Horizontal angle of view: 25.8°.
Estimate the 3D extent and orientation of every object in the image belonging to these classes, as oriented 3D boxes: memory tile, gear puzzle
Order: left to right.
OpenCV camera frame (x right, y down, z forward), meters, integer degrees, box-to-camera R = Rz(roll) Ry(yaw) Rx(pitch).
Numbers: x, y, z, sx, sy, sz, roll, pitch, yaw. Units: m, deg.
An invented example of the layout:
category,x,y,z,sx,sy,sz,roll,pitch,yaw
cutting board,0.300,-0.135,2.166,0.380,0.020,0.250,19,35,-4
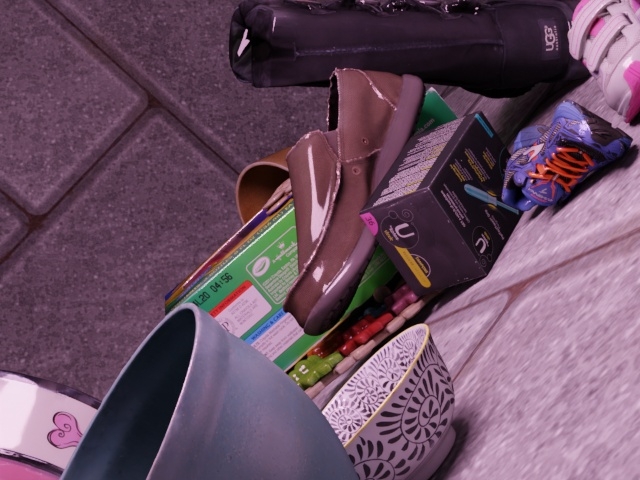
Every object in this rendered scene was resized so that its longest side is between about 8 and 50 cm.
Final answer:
category,x,y,z,sx,sy,sz,roll,pitch,yaw
memory tile,-0.024,-0.082,1.802,0.113,0.012,0.148,-40,7,12
gear puzzle,-0.009,0.139,1.549,0.339,0.044,0.175,-37,0,-29

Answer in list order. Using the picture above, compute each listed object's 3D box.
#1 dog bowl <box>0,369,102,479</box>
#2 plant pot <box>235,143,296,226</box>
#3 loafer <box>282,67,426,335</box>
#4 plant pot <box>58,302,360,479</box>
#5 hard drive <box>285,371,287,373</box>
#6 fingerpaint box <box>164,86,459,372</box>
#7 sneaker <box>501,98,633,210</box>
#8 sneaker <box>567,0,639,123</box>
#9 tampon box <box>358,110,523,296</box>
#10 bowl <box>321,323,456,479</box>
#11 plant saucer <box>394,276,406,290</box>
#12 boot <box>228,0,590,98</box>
category,x,y,z,sx,sy,sz,roll,pitch,yaw
dog bowl,-0.398,0.344,1.796,0.408,0.408,0.150,-42,26,42
plant pot,0.032,-0.081,2.306,0.254,0.237,0.237,-37,-2,-36
loafer,0.014,-0.053,1.604,0.134,0.130,0.366,112,178,-54
plant pot,-0.075,0.217,0.978,0.293,0.196,0.293,-56,14,22
hard drive,-0.153,0.279,2.011,0.210,0.040,0.318,-42,9,43
fingerpaint box,0.000,0.000,1.899,0.445,0.163,0.371,-41,5,-3
sneaker,0.242,-0.075,1.400,0.087,0.083,0.221,-63,4,-12
sneaker,0.309,-0.203,1.463,0.103,0.111,0.252,-52,3,18
tampon box,0.139,-0.041,1.523,0.101,0.120,0.161,-20,23,40
bowl,0.056,0.157,1.134,0.170,0.080,0.170,-47,6,6
plant saucer,0.125,0.037,1.722,0.083,0.015,0.083,-46,6,6
boot,0.090,-0.254,1.879,0.445,0.146,0.367,-7,2,-17
